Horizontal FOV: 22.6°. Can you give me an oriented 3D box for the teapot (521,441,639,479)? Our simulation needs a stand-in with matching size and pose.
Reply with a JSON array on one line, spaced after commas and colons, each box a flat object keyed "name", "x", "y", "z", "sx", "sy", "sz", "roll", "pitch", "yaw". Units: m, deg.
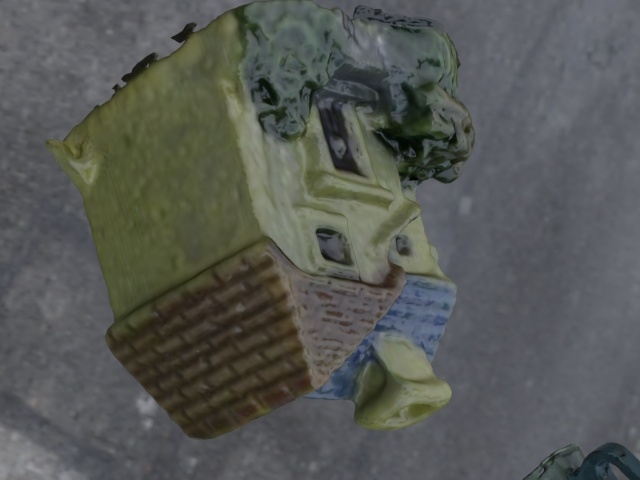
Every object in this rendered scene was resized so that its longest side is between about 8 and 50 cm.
[{"name": "teapot", "x": 0.291, "y": 0.310, "z": 1.573, "sx": 0.171, "sy": 0.225, "sz": 0.203, "roll": -24, "pitch": 148, "yaw": -44}]

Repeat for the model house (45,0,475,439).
[{"name": "model house", "x": 0.000, "y": 0.000, "z": 1.214, "sx": 0.321, "sy": 0.261, "sz": 0.266, "roll": 11, "pitch": 58, "yaw": -46}]
